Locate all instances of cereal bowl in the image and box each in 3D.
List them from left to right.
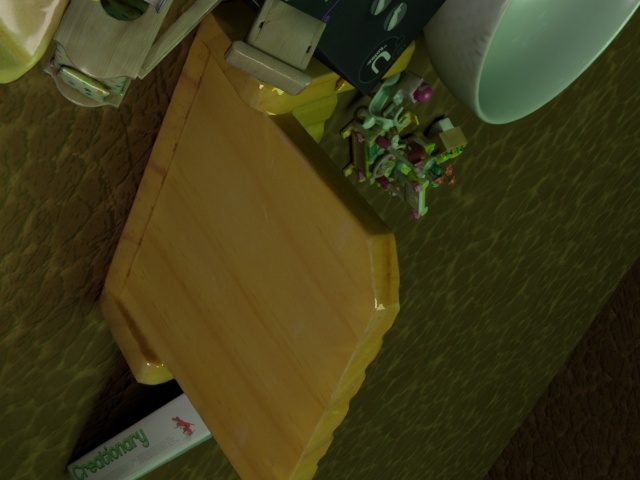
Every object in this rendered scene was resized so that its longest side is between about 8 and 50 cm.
[{"bbox_3d":[0.219,-0.291,1.561,0.339,0.141,0.339,-41,157,-21],"label":"cereal bowl"}]

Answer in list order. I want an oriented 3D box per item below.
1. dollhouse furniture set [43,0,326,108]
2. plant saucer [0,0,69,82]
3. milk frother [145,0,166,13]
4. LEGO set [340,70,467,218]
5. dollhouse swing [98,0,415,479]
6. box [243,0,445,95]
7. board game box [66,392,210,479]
[{"bbox_3d":[-0.101,-0.119,1.074,0.101,0.161,0.182,-66,-171,-10],"label":"dollhouse furniture set"},{"bbox_3d":[-0.232,-0.237,0.848,0.333,0.081,0.333,-14,140,-56],"label":"plant saucer"},{"bbox_3d":[-0.108,-0.220,0.820,0.143,0.134,0.129,-56,-168,31],"label":"milk frother"},{"bbox_3d":[0.112,-0.088,1.739,0.132,0.107,0.287,-50,159,3],"label":"LEGO set"},{"bbox_3d":[0.000,0.000,1.400,0.315,0.305,0.347,-24,146,-48],"label":"dollhouse swing"},{"bbox_3d":[-0.016,-0.239,1.149,0.143,0.165,0.270,-51,159,3],"label":"box"},{"bbox_3d":[-0.114,0.178,1.657,0.305,0.053,0.193,-34,174,41],"label":"board game box"}]
